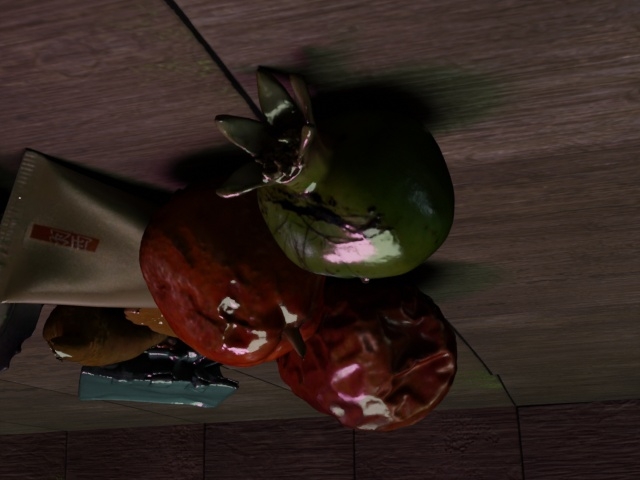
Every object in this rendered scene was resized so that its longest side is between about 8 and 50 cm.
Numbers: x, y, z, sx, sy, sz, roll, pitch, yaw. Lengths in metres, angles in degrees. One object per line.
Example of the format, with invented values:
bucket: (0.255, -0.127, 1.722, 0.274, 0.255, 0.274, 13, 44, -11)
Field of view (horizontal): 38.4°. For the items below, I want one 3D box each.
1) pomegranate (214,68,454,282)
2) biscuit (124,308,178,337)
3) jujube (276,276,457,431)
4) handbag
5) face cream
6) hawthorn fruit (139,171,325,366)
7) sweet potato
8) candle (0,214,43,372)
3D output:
pomegranate: (0.011, -0.045, 0.685, 0.152, 0.131, 0.191, -7, 155, 28)
biscuit: (-0.184, 0.092, 1.258, 0.170, 0.050, 0.170, 5, 158, 2)
jujube: (0.042, 0.153, 1.255, 0.216, 0.216, 0.342, 5, 174, -19)
handbag: (-0.287, 0.226, 1.616, 0.269, 0.100, 0.274, 6, 161, -10)
face cream: (-0.167, 0.015, 0.905, 0.084, 0.137, 0.341, 23, -175, 38)
hawthorn fruit: (-0.069, 0.024, 0.821, 0.173, 0.173, 0.179, 12, 173, -37)
sweet potato: (-0.319, 0.129, 1.290, 0.124, 0.098, 0.310, 3, 173, 13)
candle: (-0.385, 0.019, 0.772, 0.187, 0.187, 0.330, -7, 161, 16)
